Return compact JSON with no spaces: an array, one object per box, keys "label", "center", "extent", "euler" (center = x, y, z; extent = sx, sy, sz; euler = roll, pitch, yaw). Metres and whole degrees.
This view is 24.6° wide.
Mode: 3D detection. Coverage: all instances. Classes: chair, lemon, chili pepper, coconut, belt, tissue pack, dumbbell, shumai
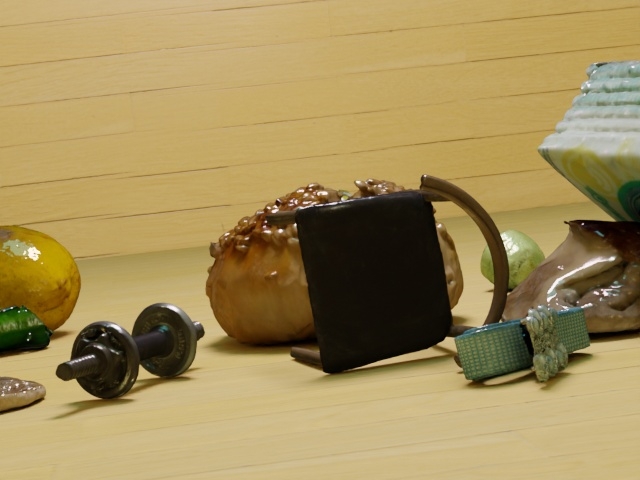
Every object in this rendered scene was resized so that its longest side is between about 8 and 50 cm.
[{"label":"chair","center":[0.062,0.035,1.497],"extent":[0.166,0.188,0.272],"euler":[-11,3,-19]},{"label":"lemon","center":[-0.433,0.060,2.076],"extent":[0.207,0.170,0.170],"euler":[9,11,28]},{"label":"chili pepper","center":[-0.458,0.126,1.911],"extent":[0.216,0.062,0.108],"euler":[-9,-2,-32]},{"label":"coconut","center":[0.266,0.027,2.047],"extent":[0.087,0.088,0.096],"euler":[-8,34,-30]},{"label":"belt","center":[0.206,0.090,1.366],"extent":[0.100,0.065,0.179],"euler":[-16,-3,39]},{"label":"tissue pack","center":[0.456,-0.063,1.516],"extent":[0.287,0.162,0.388],"euler":[34,-12,-27]},{"label":"dumbbell","center":[-0.190,0.112,1.508],"extent":[0.081,0.082,0.254],"euler":[-4,4,26]},{"label":"shumai","center":[0.289,0.038,1.581],"extent":[0.201,0.120,0.201],"euler":[-4,6,0]}]

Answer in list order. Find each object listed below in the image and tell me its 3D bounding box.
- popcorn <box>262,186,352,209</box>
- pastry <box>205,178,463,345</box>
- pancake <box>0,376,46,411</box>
[{"label":"popcorn","center":[0.000,0.000,2.120],"extent":[0.212,0.198,0.198],"euler":[29,-2,-9]},{"label":"pastry","center":[0.012,0.021,1.781],"extent":[0.315,0.184,0.284],"euler":[-5,3,14]},{"label":"pancake","center":[-0.348,0.159,1.501],"extent":[0.139,0.022,0.139],"euler":[-6,5,0]}]
